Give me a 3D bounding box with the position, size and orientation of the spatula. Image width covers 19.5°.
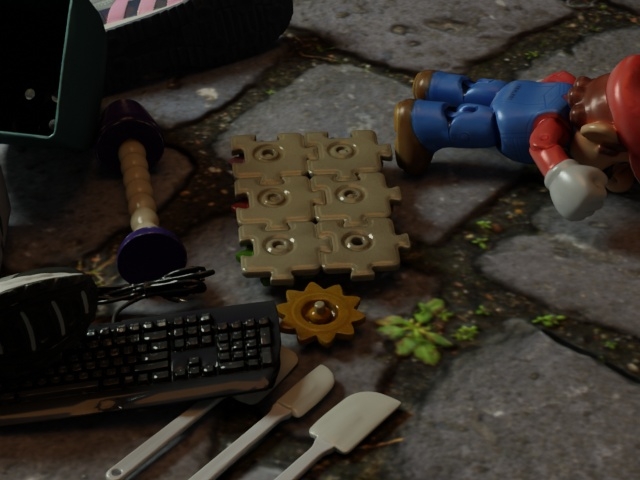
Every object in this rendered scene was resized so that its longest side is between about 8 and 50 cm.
[{"bbox_3d":[-0.065,0.177,1.661,0.168,0.019,0.242,27,46,29],"label":"spatula"}]

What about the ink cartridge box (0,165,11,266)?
[{"bbox_3d":[-0.400,-0.002,1.840,0.160,0.092,0.219,-9,32,1],"label":"ink cartridge box"}]

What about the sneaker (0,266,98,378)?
[{"bbox_3d":[-0.335,0.077,1.695,0.272,0.100,0.108,-19,38,-11],"label":"sneaker"}]

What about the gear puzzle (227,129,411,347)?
[{"bbox_3d":[0.000,0.000,1.890,0.175,0.044,0.339,-3,38,-4],"label":"gear puzzle"}]

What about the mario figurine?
[{"bbox_3d":[0.246,-0.098,1.978,0.321,0.170,0.198,4,71,26],"label":"mario figurine"}]

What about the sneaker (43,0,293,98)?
[{"bbox_3d":[-0.194,-0.265,2.207,0.319,0.112,0.131,-15,40,-20],"label":"sneaker"}]

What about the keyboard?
[{"bbox_3d":[-0.196,0.091,1.751,0.317,0.033,0.201,-7,35,0],"label":"keyboard"}]

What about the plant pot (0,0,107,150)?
[{"bbox_3d":[-0.315,-0.177,1.983,0.165,0.165,0.234,5,-5,10],"label":"plant pot"}]

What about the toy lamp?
[{"bbox_3d":[-0.192,-0.058,1.945,0.080,0.080,0.274,-6,36,-6],"label":"toy lamp"}]
